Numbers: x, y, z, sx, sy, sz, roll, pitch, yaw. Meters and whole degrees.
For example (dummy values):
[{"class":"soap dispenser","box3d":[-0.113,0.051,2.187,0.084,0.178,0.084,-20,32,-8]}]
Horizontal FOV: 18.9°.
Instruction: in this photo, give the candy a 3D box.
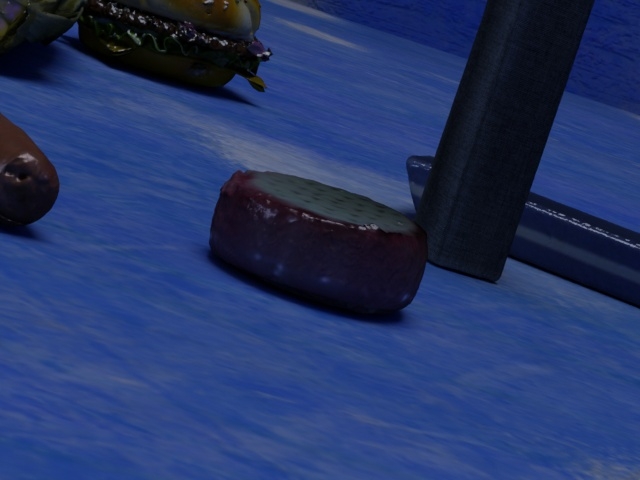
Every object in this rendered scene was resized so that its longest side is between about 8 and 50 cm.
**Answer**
[{"class":"candy","box3d":[0.000,0.000,0.887,0.103,0.043,0.103,18,10,-3]}]

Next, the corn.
[{"class":"corn","box3d":[-0.228,-0.190,1.362,0.123,0.122,0.305,45,8,-10]}]

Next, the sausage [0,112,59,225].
[{"class":"sausage","box3d":[-0.157,-0.047,0.867,0.043,0.043,0.186,14,10,-25]}]

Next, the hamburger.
[{"class":"hamburger","box3d":[-0.123,-0.184,1.551,0.164,0.093,0.189,9,12,-43]}]

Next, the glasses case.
[{"class":"glasses case","box3d":[0.104,-0.085,1.079,0.047,0.205,0.071,15,10,-15]}]

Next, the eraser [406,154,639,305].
[{"class":"eraser","box3d":[0.159,0.000,1.208,0.225,0.036,0.082,22,10,19]}]
